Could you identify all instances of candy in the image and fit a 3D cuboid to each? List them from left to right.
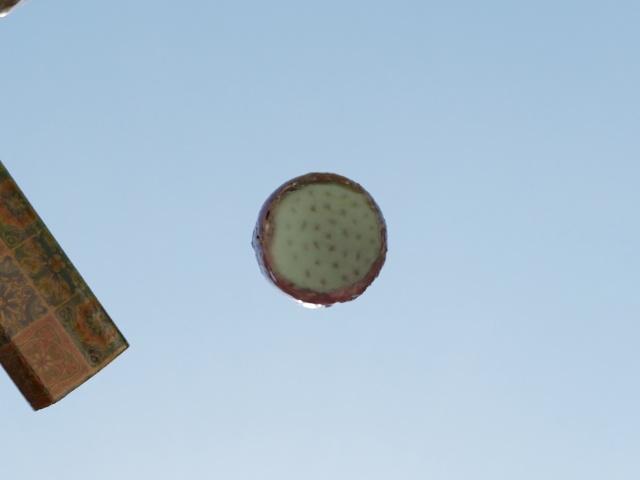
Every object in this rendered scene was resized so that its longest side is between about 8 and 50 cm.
[{"bbox_3d":[0.000,0.000,1.131,0.103,0.103,0.043,-10,-6,-8],"label":"candy"}]

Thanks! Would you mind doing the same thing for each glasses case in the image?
[{"bbox_3d":[-0.225,0.007,1.044,0.218,0.075,0.049,56,-37,-7],"label":"glasses case"}]

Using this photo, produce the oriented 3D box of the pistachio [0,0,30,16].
[{"bbox_3d":[-0.241,-0.261,1.062,0.131,0.129,0.206,-21,-82,-27],"label":"pistachio"}]
